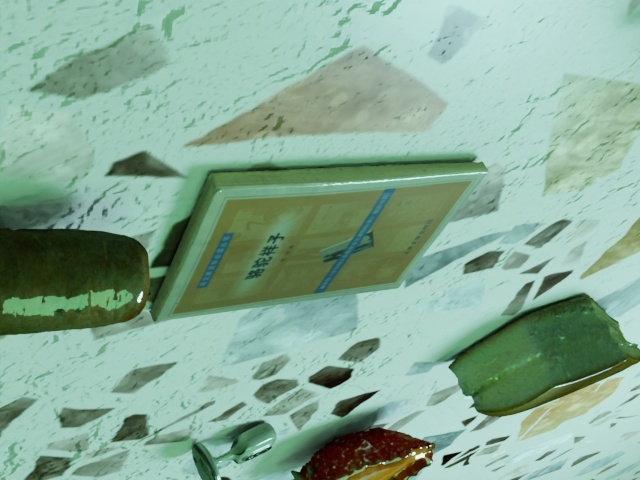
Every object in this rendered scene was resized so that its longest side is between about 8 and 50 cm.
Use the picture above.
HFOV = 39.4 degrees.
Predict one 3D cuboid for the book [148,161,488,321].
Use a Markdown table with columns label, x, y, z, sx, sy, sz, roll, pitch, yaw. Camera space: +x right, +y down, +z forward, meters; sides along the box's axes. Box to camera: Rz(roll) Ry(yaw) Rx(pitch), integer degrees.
| label | x | y | z | sx | sy | sz | roll | pitch | yaw |
| --- | --- | --- | --- | --- | --- | --- | --- | --- | --- |
| book | 0.000 | 0.001 | 0.704 | 0.242 | 0.018 | 0.170 | -6 | 146 | -31 |

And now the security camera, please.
| label | x | y | z | sx | sy | sz | roll | pitch | yaw |
| --- | --- | --- | --- | --- | --- | --- | --- | --- | --- |
| security camera | -0.090 | 0.234 | 0.988 | 0.092 | 0.058 | 0.058 | -19 | 152 | -29 |

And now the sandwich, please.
| label | x | y | z | sx | sy | sz | roll | pitch | yaw |
| --- | --- | --- | --- | --- | --- | --- | --- | --- | --- |
| sandwich | 0.290 | 0.136 | 1.079 | 0.258 | 0.094 | 0.096 | -16 | 154 | -20 |

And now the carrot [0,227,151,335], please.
| label | x | y | z | sx | sy | sz | roll | pitch | yaw |
| --- | --- | --- | --- | --- | --- | --- | --- | --- | --- |
| carrot | -0.266 | 0.030 | 0.500 | 0.343 | 0.070 | 0.070 | -4 | 145 | -24 |

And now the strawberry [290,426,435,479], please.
| label | x | y | z | sx | sy | sz | roll | pitch | yaw |
| --- | --- | --- | --- | --- | --- | --- | --- | --- | --- |
| strawberry | 0.041 | 0.290 | 1.143 | 0.140 | 0.085 | 0.192 | 17 | 125 | -41 |
